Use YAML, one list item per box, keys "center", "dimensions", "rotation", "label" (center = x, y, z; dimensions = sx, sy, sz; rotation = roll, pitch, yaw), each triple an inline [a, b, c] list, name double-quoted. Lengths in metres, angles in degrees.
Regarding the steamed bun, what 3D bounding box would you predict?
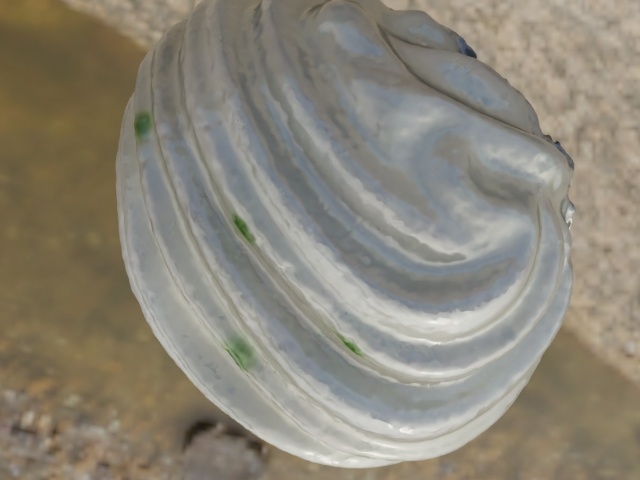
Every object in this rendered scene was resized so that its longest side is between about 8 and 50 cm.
- center: [0.000, 0.000, 0.587]
  dimensions: [0.183, 0.106, 0.183]
  rotation: [27, 138, 27]
  label: "steamed bun"
